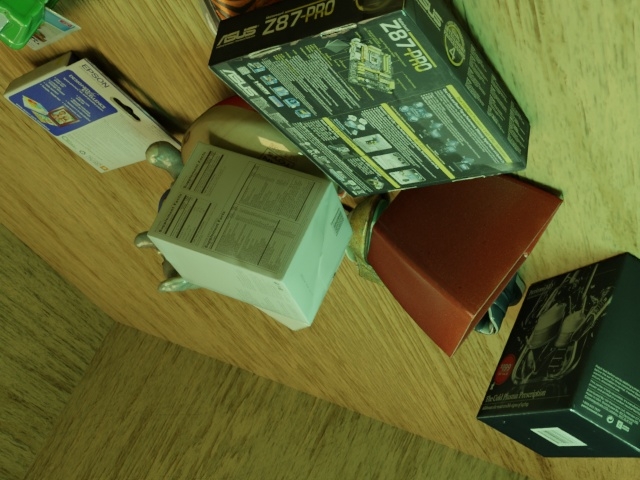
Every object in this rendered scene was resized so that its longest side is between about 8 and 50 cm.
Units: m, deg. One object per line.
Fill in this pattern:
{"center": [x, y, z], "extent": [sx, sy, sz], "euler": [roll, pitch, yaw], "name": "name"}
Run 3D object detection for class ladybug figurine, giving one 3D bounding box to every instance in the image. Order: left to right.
{"center": [-0.101, -0.160, 1.767], "extent": [0.305, 0.161, 0.449], "euler": [31, 160, -13], "name": "ladybug figurine"}

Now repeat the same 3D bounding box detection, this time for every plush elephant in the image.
{"center": [-0.282, -0.011, 2.052], "extent": [0.330, 0.255, 0.272], "euler": [40, 180, 10], "name": "plush elephant"}

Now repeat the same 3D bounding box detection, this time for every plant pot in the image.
{"center": [0.231, 0.008, 1.661], "extent": [0.236, 0.267, 0.267], "euler": [36, 162, 12], "name": "plant pot"}

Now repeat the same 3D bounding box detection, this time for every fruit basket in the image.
{"center": [-0.622, -0.456, 1.704], "extent": [0.327, 0.165, 0.353], "euler": [38, 161, -27], "name": "fruit basket"}

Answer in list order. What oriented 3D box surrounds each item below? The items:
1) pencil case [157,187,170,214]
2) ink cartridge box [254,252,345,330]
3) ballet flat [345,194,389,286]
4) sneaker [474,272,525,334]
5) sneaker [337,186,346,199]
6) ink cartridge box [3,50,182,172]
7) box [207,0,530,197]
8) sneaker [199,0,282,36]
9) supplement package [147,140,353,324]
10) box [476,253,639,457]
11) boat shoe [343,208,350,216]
{"center": [-0.251, -0.057, 2.279], "extent": [0.306, 0.133, 0.119], "euler": [12, 110, 34], "name": "pencil case"}
{"center": [-0.061, 0.060, 2.153], "extent": [0.172, 0.237, 0.100], "euler": [33, 156, -15], "name": "ink cartridge box"}
{"center": [0.095, -0.001, 1.981], "extent": [0.123, 0.123, 0.348], "euler": [19, 161, 21], "name": "ballet flat"}
{"center": [0.353, 0.129, 1.912], "extent": [0.086, 0.163, 0.226], "euler": [16, 159, 23], "name": "sneaker"}
{"center": [0.031, -0.121, 1.855], "extent": [0.065, 0.061, 0.158], "euler": [35, 159, -3], "name": "sneaker"}
{"center": [-0.490, -0.283, 2.068], "extent": [0.307, 0.072, 0.303], "euler": [-13, 138, 38], "name": "ink cartridge box"}
{"center": [0.082, -0.208, 1.361], "extent": [0.318, 0.097, 0.395], "euler": [-7, 150, 35], "name": "box"}
{"center": [-0.091, -0.365, 1.311], "extent": [0.180, 0.124, 0.321], "euler": [6, 151, 47], "name": "sneaker"}
{"center": [-0.115, -0.012, 1.621], "extent": [0.263, 0.198, 0.199], "euler": [18, 160, 21], "name": "supplement package"}
{"center": [0.493, 0.228, 1.758], "extent": [0.179, 0.312, 0.343], "euler": [31, 159, -10], "name": "box"}
{"center": [-0.032, -0.055, 2.066], "extent": [0.233, 0.079, 0.084], "euler": [15, 156, 25], "name": "boat shoe"}
